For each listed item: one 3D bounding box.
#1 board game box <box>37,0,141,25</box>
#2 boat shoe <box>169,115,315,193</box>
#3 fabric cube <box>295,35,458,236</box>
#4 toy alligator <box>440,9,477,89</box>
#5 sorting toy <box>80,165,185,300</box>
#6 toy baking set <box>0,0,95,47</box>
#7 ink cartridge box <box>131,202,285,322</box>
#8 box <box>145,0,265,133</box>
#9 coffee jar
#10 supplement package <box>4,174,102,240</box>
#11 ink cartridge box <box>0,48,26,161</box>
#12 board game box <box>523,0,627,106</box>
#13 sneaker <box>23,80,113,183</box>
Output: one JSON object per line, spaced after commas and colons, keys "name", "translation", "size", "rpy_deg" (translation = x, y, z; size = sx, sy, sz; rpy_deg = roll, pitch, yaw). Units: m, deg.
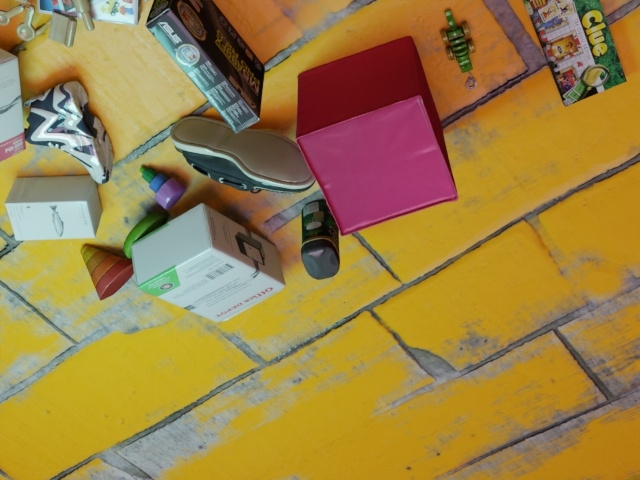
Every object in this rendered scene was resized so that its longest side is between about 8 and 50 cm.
{"name": "board game box", "translation": [-0.427, -0.558, 1.715], "size": [0.193, 0.053, 0.305], "rpy_deg": [7, 127, -4]}
{"name": "boat shoe", "translation": [-0.156, -0.156, 1.934], "size": [0.340, 0.127, 0.113], "rpy_deg": [16, 144, 18]}
{"name": "fabric cube", "translation": [0.111, -0.208, 1.857], "size": [0.254, 0.258, 0.259], "rpy_deg": [-17, 125, 11]}
{"name": "toy alligator", "translation": [0.284, -0.371, 1.861], "size": [0.056, 0.051, 0.189], "rpy_deg": [-17, 126, 13]}
{"name": "sorting toy", "translation": [-0.445, -0.028, 2.113], "size": [0.126, 0.127, 0.365], "rpy_deg": [41, 118, 7]}
{"name": "toy baking set", "translation": [-0.535, -0.473, 1.729], "size": [0.197, 0.030, 0.256], "rpy_deg": [-4, 127, 6]}
{"name": "ink cartridge box", "translation": [-0.247, 0.059, 2.082], "size": [0.211, 0.121, 0.289], "rpy_deg": [-28, 148, 20]}
{"name": "box", "translation": [-0.210, -0.364, 1.763], "size": [0.060, 0.216, 0.270], "rpy_deg": [-29, 121, 19]}
{"name": "coffee jar", "translation": [0.000, 0.000, 2.061], "size": [0.079, 0.184, 0.096], "rpy_deg": [-14, 127, 11]}
{"name": "supplement package", "translation": [-0.586, -0.073, 2.054], "size": [0.179, 0.105, 0.105], "rpy_deg": [-2, 127, 1]}
{"name": "ink cartridge box", "translation": [-0.681, -0.286, 1.859], "size": [0.159, 0.092, 0.218], "rpy_deg": [28, 133, 24]}
{"name": "board game box", "translation": [0.510, -0.399, 1.856], "size": [0.136, 0.030, 0.259], "rpy_deg": [-24, 124, 14]}
{"name": "sneaker", "translation": [-0.542, -0.215, 1.957], "size": [0.153, 0.094, 0.235], "rpy_deg": [-8, 132, 13]}
